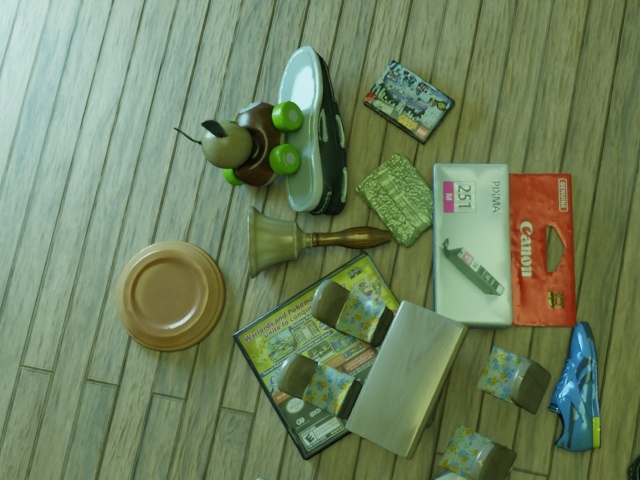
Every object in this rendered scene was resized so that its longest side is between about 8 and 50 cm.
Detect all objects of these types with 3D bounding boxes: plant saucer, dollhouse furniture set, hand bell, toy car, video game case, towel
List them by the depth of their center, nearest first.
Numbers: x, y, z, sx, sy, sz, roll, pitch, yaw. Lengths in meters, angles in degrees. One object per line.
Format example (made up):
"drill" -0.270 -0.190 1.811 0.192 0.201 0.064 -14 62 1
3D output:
"dollhouse furniture set" 0.082 0.280 1.624 0.362 0.256 0.394 22 83 29
"video game case" 0.027 0.194 1.846 0.274 0.035 0.248 -32 75 2
"toy car" -0.151 -0.178 1.848 0.155 0.188 0.149 -10 73 46
"hand bell" 0.000 0.000 1.863 0.241 0.126 0.126 -1 77 0
"towel" 0.141 -0.072 1.890 0.110 0.027 0.148 -38 74 -1
"plant saucer" -0.267 0.095 1.912 0.199 0.037 0.200 -2 77 8

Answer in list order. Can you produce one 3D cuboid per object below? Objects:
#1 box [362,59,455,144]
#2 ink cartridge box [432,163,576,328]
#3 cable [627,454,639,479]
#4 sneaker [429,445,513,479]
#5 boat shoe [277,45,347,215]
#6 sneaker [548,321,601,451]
"box" 0.156 -0.244 1.925 0.137 0.027 0.094 35 86 14
"ink cartridge box" 0.308 0.009 1.817 0.238 0.060 0.275 0 78 3
"cable" 0.577 0.393 1.716 0.184 0.047 0.151 9 86 12
"sneaker" 0.209 0.460 1.730 0.292 0.108 0.169 -33 76 11
"boat shoe" -0.008 -0.189 1.909 0.114 0.091 0.303 -11 74 48
"sneaker" 0.408 0.235 1.760 0.082 0.069 0.210 -2 78 12
